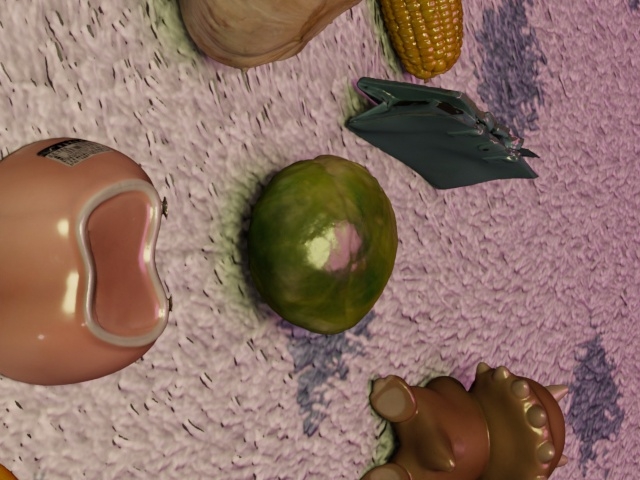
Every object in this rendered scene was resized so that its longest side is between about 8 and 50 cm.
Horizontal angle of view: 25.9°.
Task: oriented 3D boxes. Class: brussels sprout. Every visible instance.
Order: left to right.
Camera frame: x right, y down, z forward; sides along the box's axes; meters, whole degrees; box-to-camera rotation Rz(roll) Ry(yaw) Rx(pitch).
[{"bbox_3d":[0.003,-0.003,1.349,0.161,0.144,0.181,23,47,-32],"label":"brussels sprout"}]

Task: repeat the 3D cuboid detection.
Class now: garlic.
[{"bbox_3d":[-0.057,-0.280,1.263,0.212,0.218,0.218,51,38,9],"label":"garlic"}]

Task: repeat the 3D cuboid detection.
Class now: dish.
[{"bbox_3d":[-0.184,0.018,1.125,0.213,0.090,0.213,0,90,-54],"label":"dish"}]

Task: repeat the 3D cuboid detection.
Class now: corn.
[{"bbox_3d":[0.099,-0.321,1.515,0.102,0.102,0.313,-36,119,-49],"label":"corn"}]

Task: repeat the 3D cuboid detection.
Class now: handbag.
[{"bbox_3d":[0.140,-0.116,1.537,0.221,0.144,0.057,29,68,-52],"label":"handbag"}]

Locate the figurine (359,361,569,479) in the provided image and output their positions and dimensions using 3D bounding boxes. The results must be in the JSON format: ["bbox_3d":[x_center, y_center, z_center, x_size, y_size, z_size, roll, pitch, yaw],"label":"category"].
[{"bbox_3d":[0.185,0.227,1.582,0.247,0.173,0.177,19,76,-54],"label":"figurine"}]

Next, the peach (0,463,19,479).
[{"bbox_3d":[-0.267,0.248,0.936,0.197,0.197,0.197,-1,92,-55],"label":"peach"}]
